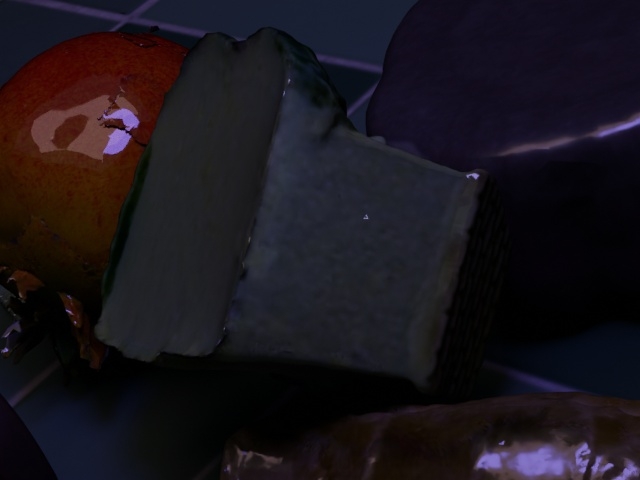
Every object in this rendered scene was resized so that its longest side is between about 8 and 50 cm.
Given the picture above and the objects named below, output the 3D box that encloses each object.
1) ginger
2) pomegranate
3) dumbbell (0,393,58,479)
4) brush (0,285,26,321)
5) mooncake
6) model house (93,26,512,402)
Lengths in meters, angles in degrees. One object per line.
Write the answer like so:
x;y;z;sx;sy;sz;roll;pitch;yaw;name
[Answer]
0.079;0.134;0.971;0.263;0.109;0.116;-2;64;27;ginger
-0.138;-0.024;1.228;0.210;0.210;0.235;5;70;33;pomegranate
-0.270;0.174;1.079;0.225;0.124;0.140;-40;37;-26;dumbbell
-0.131;0.003;1.353;0.218;0.010;0.082;-28;34;-13;brush
0.176;-0.086;1.189;0.306;0.154;0.306;-14;33;9;mooncake
0.000;0.000;1.069;0.214;0.189;0.195;-5;68;64;model house
